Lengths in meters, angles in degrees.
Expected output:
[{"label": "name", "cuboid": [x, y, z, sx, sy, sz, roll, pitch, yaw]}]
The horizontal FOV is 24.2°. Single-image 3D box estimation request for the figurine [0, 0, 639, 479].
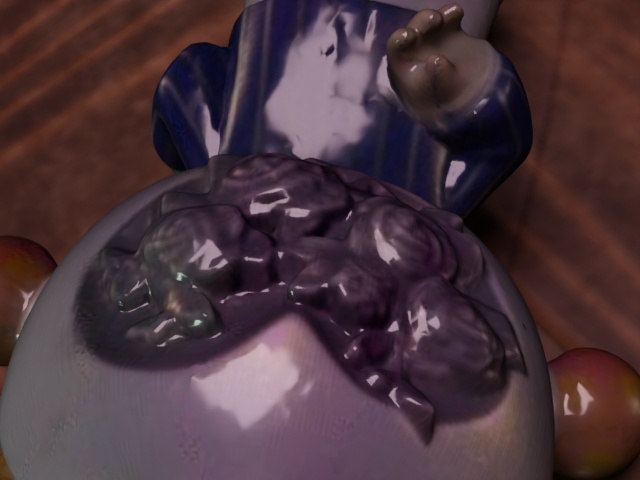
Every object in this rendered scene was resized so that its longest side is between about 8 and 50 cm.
[{"label": "figurine", "cuboid": [0.011, 0.000, 0.424, 0.194, 0.133, 0.274, 29, 55, 13]}]
